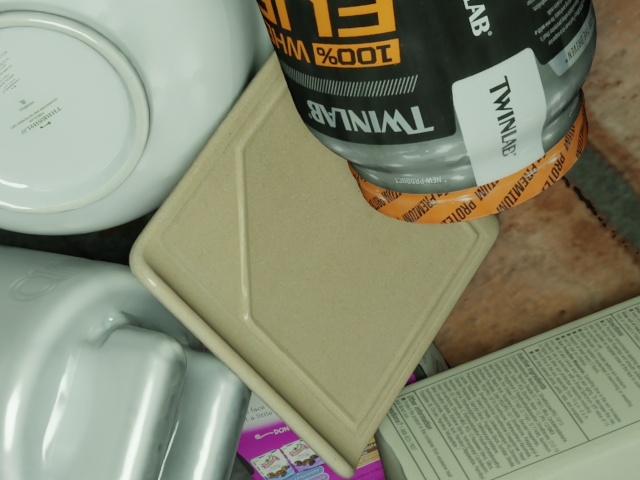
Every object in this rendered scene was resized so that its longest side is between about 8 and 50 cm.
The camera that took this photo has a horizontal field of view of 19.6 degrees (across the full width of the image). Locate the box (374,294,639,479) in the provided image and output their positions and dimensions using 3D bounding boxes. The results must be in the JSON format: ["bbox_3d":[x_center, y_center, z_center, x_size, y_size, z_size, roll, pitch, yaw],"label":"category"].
[{"bbox_3d":[0.205,0.138,1.292,0.311,0.148,0.121,-19,124,-7],"label":"box"}]

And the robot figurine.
[{"bbox_3d":[-0.217,0.103,1.236,0.353,0.200,0.300,8,166,34],"label":"robot figurine"}]

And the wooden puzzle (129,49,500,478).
[{"bbox_3d":[0.000,0.000,1.212,0.044,0.239,0.221,-6,134,50],"label":"wooden puzzle"}]

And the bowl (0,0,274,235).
[{"bbox_3d":[-0.174,-0.110,1.174,0.297,0.134,0.298,-1,125,-1],"label":"bowl"}]

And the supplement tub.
[{"bbox_3d":[0.051,-0.178,1.091,0.193,0.194,0.316,-15,122,9],"label":"supplement tub"}]

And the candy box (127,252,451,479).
[{"bbox_3d":[-0.015,0.078,1.340,0.159,0.071,0.233,-24,122,15],"label":"candy box"}]
